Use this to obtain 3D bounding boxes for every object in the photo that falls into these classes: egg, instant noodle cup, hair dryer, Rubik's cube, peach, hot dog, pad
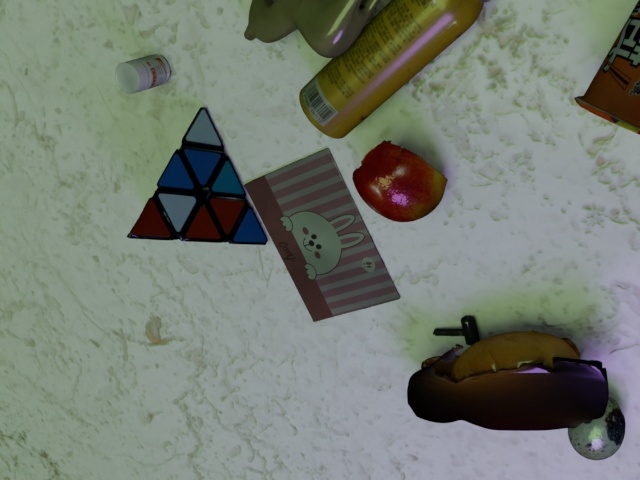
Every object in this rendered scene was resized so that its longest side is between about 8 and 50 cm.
[{"bbox_3d":[0.447,0.301,1.115,0.085,0.085,0.110,26,111,15],"label":"egg"},{"bbox_3d":[0.452,-0.207,0.792,0.250,0.250,0.192,25,114,16],"label":"instant noodle cup"},{"bbox_3d":[0.233,0.156,1.201,0.083,0.026,0.047,-6,108,38],"label":"hair dryer"},{"bbox_3d":[-0.244,-0.030,1.238,0.250,0.234,0.284,43,124,3],"label":"Rubik's cube"},{"bbox_3d":[0.124,-0.088,1.084,0.151,0.118,0.151,20,135,21],"label":"peach"},{"bbox_3d":[0.301,0.210,1.132,0.325,0.107,0.194,1,126,27],"label":"hot dog"},{"bbox_3d":[0.000,0.000,1.260,0.202,0.005,0.300,-19,103,33],"label":"pad"}]

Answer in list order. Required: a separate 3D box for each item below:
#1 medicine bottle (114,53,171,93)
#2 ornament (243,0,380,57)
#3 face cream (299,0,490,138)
[{"bbox_3d":[-0.317,-0.298,1.238,0.057,0.089,0.057,12,117,24],"label":"medicine bottle"},{"bbox_3d":[-0.018,-0.361,1.034,0.245,0.061,0.230,-52,53,27],"label":"ornament"},{"bbox_3d":[0.116,-0.289,1.004,0.348,0.105,0.105,-38,92,35],"label":"face cream"}]
